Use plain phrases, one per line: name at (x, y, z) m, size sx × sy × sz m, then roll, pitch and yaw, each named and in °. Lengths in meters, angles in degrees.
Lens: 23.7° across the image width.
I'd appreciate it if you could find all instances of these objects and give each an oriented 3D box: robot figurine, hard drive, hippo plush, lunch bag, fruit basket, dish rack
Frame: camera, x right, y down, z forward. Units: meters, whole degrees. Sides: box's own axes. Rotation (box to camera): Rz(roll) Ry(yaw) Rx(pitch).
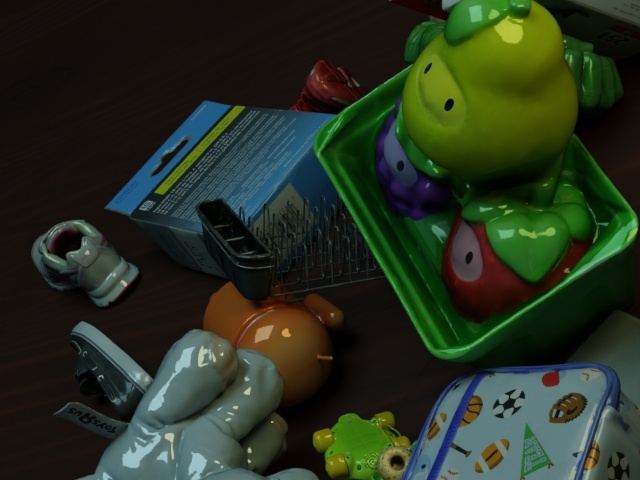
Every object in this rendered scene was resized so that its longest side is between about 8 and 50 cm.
robot figurine at (-0.065, 0.122, 1.831) m, size 0.219 × 0.158 × 0.128 m, roll 41°, pitch 117°, yaw 59°
hard drive at (0.315, 0.126, 1.537) m, size 0.094 × 0.022 × 0.135 m, roll -44°, pitch 32°, yaw -12°
hippo plush at (-0.098, 0.236, 1.588) m, size 0.236 × 0.294 × 0.234 m, roll 27°, pitch 99°, yaw 46°
lunch bag at (0.166, 0.256, 1.428) m, size 0.243 × 0.115 × 0.303 m, roll -6°, pitch 44°, yaw 43°
fruit basket at (0.157, -0.083, 1.581) m, size 0.283 × 0.392 × 0.392 m, roll -34°, pitch 31°, yaw 6°
dish rack at (0.000, 0.000, 1.865) m, size 0.271 × 0.074 × 0.208 m, roll -8°, pitch 23°, yaw -18°

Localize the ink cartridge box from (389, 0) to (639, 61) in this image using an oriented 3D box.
ink cartridge box at (0.260, -0.277, 1.906) m, size 0.239 × 0.275 × 0.060 m, roll -19°, pitch 63°, yaw 53°

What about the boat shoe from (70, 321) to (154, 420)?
boat shoe at (-0.290, 0.180, 2.041) m, size 0.076 × 0.080 × 0.228 m, roll -44°, pitch 39°, yaw -13°

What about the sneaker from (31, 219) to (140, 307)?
sneaker at (-0.373, 0.014, 2.303) m, size 0.103 × 0.111 × 0.252 m, roll -49°, pitch 33°, yaw -19°

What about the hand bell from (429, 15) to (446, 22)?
hand bell at (0.223, -0.236, 2.063) m, size 0.126 × 0.126 × 0.242 m, roll -25°, pitch 45°, yaw 21°

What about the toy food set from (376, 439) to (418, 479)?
toy food set at (0.103, 0.244, 1.563) m, size 0.082 × 0.020 × 0.083 m, roll -12°, pitch 58°, yaw -8°

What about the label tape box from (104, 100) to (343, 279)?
label tape box at (-0.119, -0.073, 2.165) m, size 0.240 × 0.106 × 0.334 m, roll -49°, pitch 33°, yaw -20°

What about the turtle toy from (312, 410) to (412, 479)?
turtle toy at (0.042, 0.228, 1.637) m, size 0.095 × 0.066 × 0.130 m, roll -14°, pitch 28°, yaw -11°

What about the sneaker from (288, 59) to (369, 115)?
sneaker at (-0.004, -0.184, 2.180) m, size 0.128 × 0.087 × 0.221 m, roll -43°, pitch -9°, yaw 12°

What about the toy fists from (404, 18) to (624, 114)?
toy fists at (0.244, -0.213, 1.846) m, size 0.142 × 0.279 × 0.096 m, roll 19°, pitch 94°, yaw 58°
